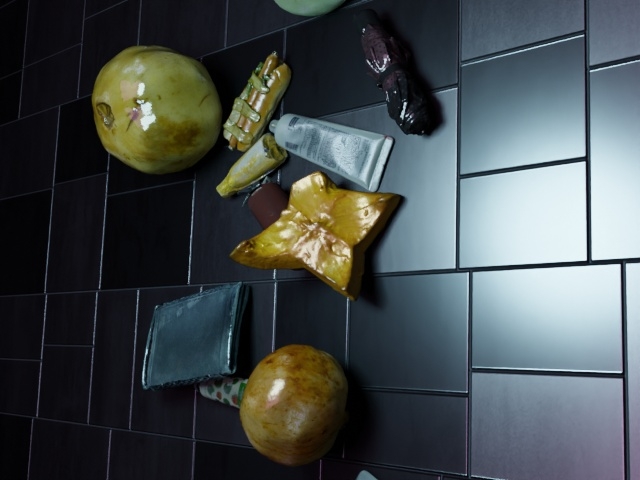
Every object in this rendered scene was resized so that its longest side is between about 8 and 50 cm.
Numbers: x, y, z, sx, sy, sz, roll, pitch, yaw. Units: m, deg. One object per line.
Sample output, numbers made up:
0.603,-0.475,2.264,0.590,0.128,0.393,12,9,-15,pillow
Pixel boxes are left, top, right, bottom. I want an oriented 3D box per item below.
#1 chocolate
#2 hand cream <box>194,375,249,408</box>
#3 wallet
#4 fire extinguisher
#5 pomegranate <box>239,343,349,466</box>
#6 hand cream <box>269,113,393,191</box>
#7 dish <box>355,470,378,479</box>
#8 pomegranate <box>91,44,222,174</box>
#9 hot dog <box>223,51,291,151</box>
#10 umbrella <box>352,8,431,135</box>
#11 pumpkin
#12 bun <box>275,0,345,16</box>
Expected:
-0.175,-0.172,2.064,0.219,0.085,0.086,-35,60,38,chocolate
-0.191,0.358,1.999,0.276,0.059,0.095,3,85,40,hand cream
-0.306,0.244,2.095,0.342,0.075,0.237,-18,55,40,wallet
-0.101,-0.051,1.951,0.105,0.104,0.269,-53,53,24,fire extinguisher
-0.047,0.340,1.753,0.248,0.248,0.248,-9,77,42,pomegranate
0.014,-0.216,1.907,0.340,0.077,0.124,24,99,35,hand cream
0.075,0.607,1.685,0.182,0.080,0.243,34,107,41,dish
-0.409,-0.332,2.154,0.332,0.332,0.333,-9,77,42,pomegranate
-0.157,-0.336,2.074,0.109,0.072,0.270,43,113,37,hot dog
0.144,-0.357,1.780,0.094,0.090,0.326,-43,56,34,umbrella
-0.007,-0.023,1.797,0.290,0.095,0.258,20,77,18,pumpkin
-0.033,-0.666,1.935,0.293,0.187,0.293,-8,78,40,bun
